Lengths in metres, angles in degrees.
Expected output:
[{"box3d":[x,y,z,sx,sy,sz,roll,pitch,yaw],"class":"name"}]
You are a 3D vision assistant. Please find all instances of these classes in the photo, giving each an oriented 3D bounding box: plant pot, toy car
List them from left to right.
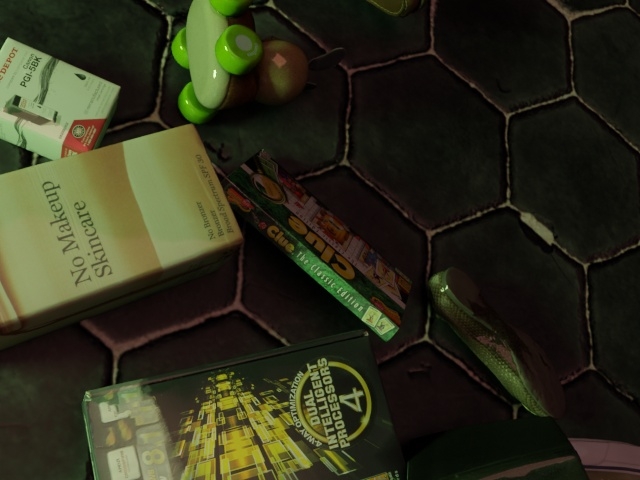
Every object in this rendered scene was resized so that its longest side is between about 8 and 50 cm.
[{"box3d":[-0.067,-0.227,0.906,0.188,0.155,0.149,1,72,-31],"class":"toy car"},{"box3d":[0.205,0.287,0.769,0.167,0.187,0.188,-27,87,7],"class":"plant pot"}]

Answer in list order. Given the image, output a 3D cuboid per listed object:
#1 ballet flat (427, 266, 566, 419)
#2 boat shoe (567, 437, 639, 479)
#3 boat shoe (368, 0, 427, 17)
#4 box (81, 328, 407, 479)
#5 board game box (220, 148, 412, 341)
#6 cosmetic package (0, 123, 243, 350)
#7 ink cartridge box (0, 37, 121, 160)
[{"box3d":[0.225,0.138,0.947,0.250,0.058,0.084,46,41,-8],"class":"ballet flat"},{"box3d":[0.351,0.300,0.908,0.302,0.109,0.094,12,71,-20],"class":"boat shoe"},{"box3d":[0.013,-0.412,1.025,0.307,0.111,0.104,45,66,9],"class":"boat shoe"},{"box3d":[-0.051,0.316,0.753,0.318,0.097,0.395,-9,75,-21],"class":"box"},{"box3d":[0.000,0.000,0.875,0.259,0.030,0.136,41,27,-4],"class":"board game box"},{"box3d":[-0.251,-0.001,0.763,0.296,0.129,0.153,-22,82,-25],"class":"cosmetic package"},{"box3d":[-0.311,-0.153,0.832,0.135,0.056,0.099,22,67,-13],"class":"ink cartridge box"}]
